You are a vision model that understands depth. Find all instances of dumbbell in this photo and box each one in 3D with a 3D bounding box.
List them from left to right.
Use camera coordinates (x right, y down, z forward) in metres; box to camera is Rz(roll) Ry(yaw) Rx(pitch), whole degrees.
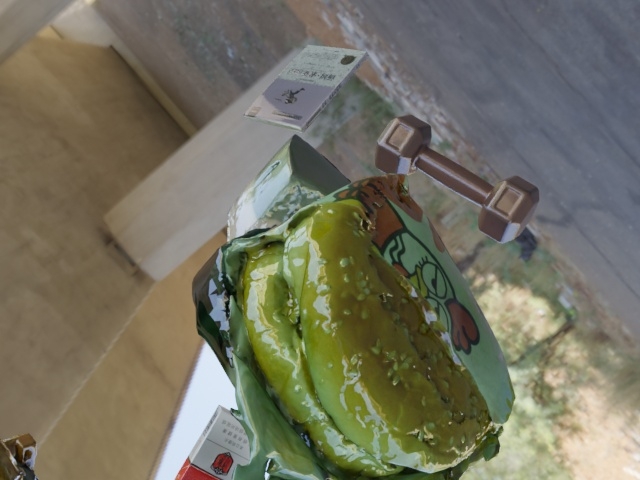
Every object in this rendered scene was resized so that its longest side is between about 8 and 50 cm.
[{"bbox_3d":[0.181,-0.087,1.051,0.230,0.092,0.082,34,177,18],"label":"dumbbell"}]

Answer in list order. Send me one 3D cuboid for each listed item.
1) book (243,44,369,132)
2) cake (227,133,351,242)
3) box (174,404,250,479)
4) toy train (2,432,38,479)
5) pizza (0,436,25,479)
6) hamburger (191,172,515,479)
[{"bbox_3d":[-0.022,-0.238,1.184,0.127,0.182,0.014,19,150,37],"label":"book"},{"bbox_3d":[0.004,0.003,1.130,0.283,0.158,0.172,42,-161,-5],"label":"cake"},{"bbox_3d":[-0.171,0.375,1.333,0.100,0.152,0.048,32,173,-12],"label":"box"},{"bbox_3d":[-0.639,0.414,1.226,0.231,0.163,0.369,33,-152,31],"label":"toy train"},{"bbox_3d":[-0.276,0.090,0.529,0.271,0.056,0.134,48,149,25],"label":"pizza"},{"bbox_3d":[0.024,0.071,0.488,0.235,0.125,0.214,-20,-104,-55],"label":"hamburger"}]
